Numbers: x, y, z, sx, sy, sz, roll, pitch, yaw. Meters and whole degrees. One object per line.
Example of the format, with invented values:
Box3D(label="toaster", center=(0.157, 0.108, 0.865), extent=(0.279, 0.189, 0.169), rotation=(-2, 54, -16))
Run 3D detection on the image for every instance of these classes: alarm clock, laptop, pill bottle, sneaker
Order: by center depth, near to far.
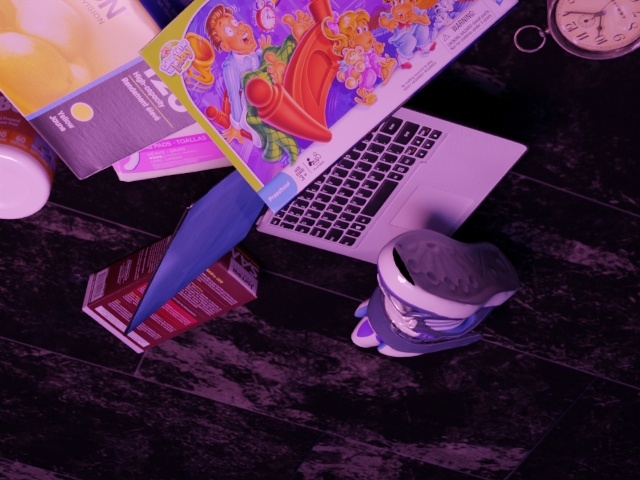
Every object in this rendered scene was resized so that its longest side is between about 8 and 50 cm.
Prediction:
Box3D(label="alarm clock", center=(0.318, -0.275, 1.695), extent=(0.192, 0.064, 0.129), rotation=(-24, 129, 24))
Box3D(label="pill bottle", center=(-0.381, -0.141, 1.794), extent=(0.121, 0.216, 0.121), rotation=(3, 137, 2))
Box3D(label="laptop", center=(0.000, 0.000, 1.831), extent=(0.407, 0.236, 0.382), rotation=(16, 149, -12))
Box3D(label="sneaker", center=(0.116, 0.097, 1.973), extent=(0.236, 0.130, 0.322), rotation=(-37, 160, 28))

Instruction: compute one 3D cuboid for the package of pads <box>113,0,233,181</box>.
Box3D(label="package of pads", center=(-0.194, -0.215, 1.783), extent=(0.229, 0.101, 0.297), rotation=(-7, 134, 11))

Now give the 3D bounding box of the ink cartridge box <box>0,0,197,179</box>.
Box3D(label="ink cartridge box", center=(-0.247, -0.245, 1.640), extent=(0.307, 0.072, 0.304), rotation=(-24, 122, 25))

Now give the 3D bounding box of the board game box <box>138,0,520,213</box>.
Box3D(label="board game box", center=(0.009, -0.230, 1.544), extent=(0.347, 0.078, 0.233), rotation=(-41, 89, 11))

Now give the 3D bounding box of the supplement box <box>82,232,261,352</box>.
Box3D(label="supplement box", center=(-0.220, 0.068, 2.098), extent=(0.239, 0.073, 0.130), rotation=(-25, 129, 29))
